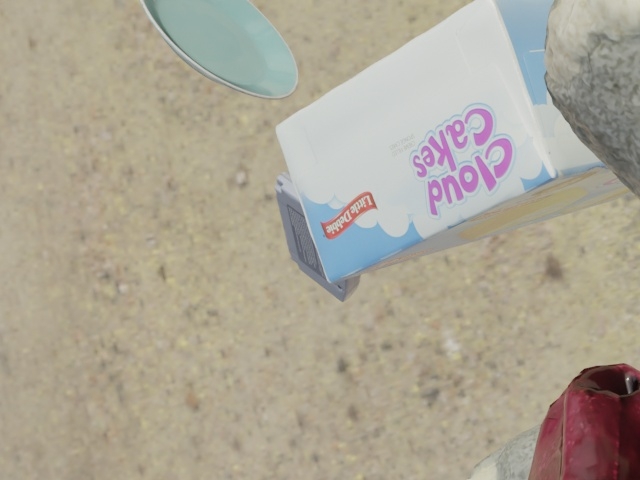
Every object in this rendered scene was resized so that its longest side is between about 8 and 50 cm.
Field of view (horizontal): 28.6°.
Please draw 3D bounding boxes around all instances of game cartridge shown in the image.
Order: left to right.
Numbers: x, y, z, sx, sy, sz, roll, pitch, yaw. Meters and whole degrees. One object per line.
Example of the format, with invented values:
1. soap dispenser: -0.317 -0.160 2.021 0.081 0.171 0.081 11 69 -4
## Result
1. game cartridge: 0.000 0.000 0.751 0.056 0.017 0.083 41 158 31

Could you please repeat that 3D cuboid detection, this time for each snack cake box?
1. snack cake box: 0.126 -0.064 0.661 0.152 0.264 0.089 -25 82 45

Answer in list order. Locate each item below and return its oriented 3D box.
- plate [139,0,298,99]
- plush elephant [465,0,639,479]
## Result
1. plate: -0.102 -0.198 1.209 0.024 0.188 0.188 -46 62 29
2. plush elephant: 0.053 0.136 0.296 0.272 0.255 0.330 97 150 -49
